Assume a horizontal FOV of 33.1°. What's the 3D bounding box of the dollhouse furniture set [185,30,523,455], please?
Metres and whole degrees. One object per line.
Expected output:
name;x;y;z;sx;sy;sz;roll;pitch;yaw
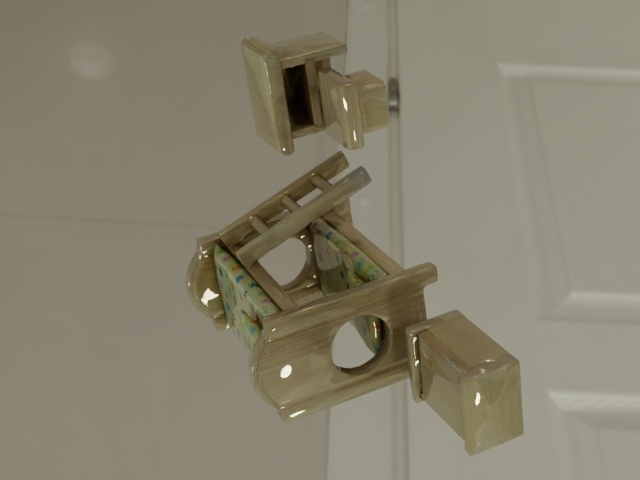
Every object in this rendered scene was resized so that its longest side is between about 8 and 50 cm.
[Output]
dollhouse furniture set;0.000;0.000;0.514;0.101;0.182;0.160;-18;117;-18
